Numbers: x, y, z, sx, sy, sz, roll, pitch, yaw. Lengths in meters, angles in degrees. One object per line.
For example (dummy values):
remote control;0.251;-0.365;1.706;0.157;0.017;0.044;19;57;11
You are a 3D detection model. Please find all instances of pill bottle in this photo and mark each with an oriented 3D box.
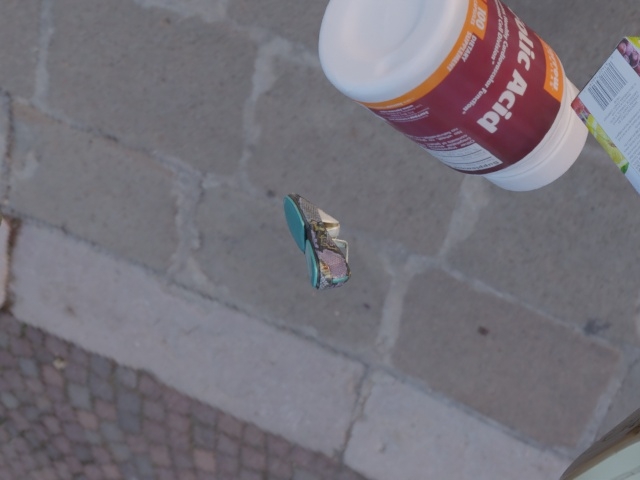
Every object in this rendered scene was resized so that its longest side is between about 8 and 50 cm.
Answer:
pill bottle;0.199;-0.222;1.545;0.224;0.224;0.392;-19;150;34

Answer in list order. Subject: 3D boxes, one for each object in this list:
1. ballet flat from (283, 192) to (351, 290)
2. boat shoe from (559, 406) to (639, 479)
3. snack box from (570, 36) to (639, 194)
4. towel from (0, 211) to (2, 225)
ballet flat;0.000;0.000;0.901;0.041;0.114;0.041;-9;129;-11
boat shoe;0.244;0.067;0.420;0.341;0.122;0.110;-33;84;39
snack box;0.289;-0.039;0.721;0.207;0.175;0.070;59;137;28
towel;-0.334;-0.043;0.440;0.040;0.271;0.370;39;168;47
